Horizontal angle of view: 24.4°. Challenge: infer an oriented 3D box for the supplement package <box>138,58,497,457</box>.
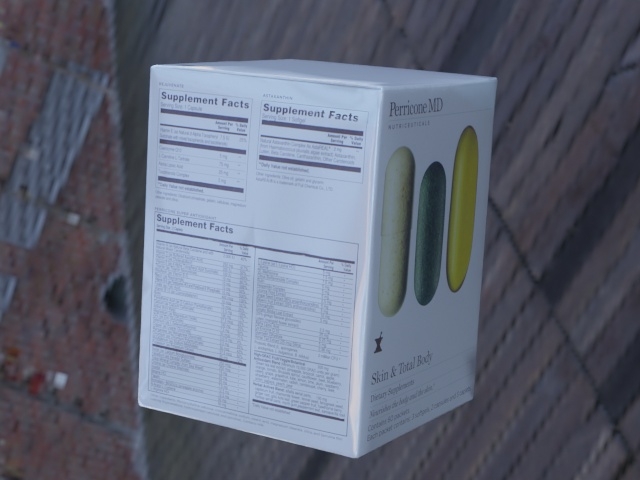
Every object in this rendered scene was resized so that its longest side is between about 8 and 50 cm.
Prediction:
[{"bbox_3d":[0.000,0.000,1.137,0.198,0.199,0.262,9,102,29],"label":"supplement package"}]
